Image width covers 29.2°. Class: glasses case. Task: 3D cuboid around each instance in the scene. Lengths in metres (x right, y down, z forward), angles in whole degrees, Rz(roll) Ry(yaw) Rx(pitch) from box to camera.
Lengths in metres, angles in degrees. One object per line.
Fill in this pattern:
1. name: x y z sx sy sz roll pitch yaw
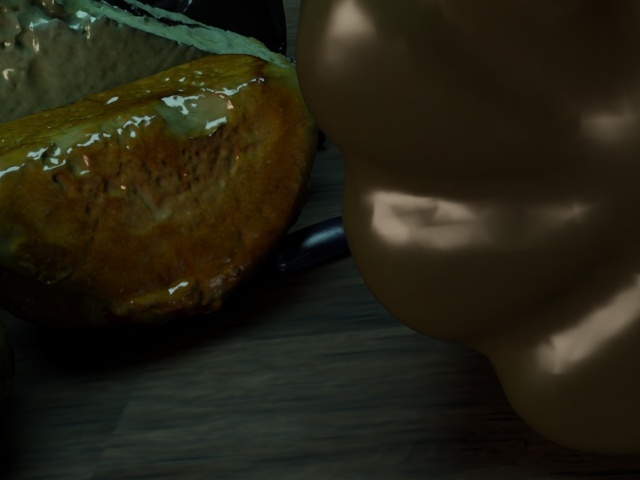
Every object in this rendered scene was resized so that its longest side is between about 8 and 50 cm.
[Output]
1. glasses case: 0.000 0.000 0.877 0.083 0.023 0.033 -21 23 -17

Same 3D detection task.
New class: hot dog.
1. hot dog: -0.119 -0.021 0.823 0.257 0.153 0.150 -22 23 -21

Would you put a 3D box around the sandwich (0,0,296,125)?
1. sandwich: -0.165 -0.124 0.891 0.288 0.254 0.100 -31 32 -14

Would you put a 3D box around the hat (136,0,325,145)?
1. hat: -0.132 -0.127 1.093 0.238 0.209 0.336 -11 34 51

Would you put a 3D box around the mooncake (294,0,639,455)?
1. mooncake: 0.174 -0.074 0.561 0.379 0.378 0.200 -4 31 17

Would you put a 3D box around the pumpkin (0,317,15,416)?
1. pumpkin: -0.268 0.045 0.678 0.162 0.219 0.219 -55 28 5
